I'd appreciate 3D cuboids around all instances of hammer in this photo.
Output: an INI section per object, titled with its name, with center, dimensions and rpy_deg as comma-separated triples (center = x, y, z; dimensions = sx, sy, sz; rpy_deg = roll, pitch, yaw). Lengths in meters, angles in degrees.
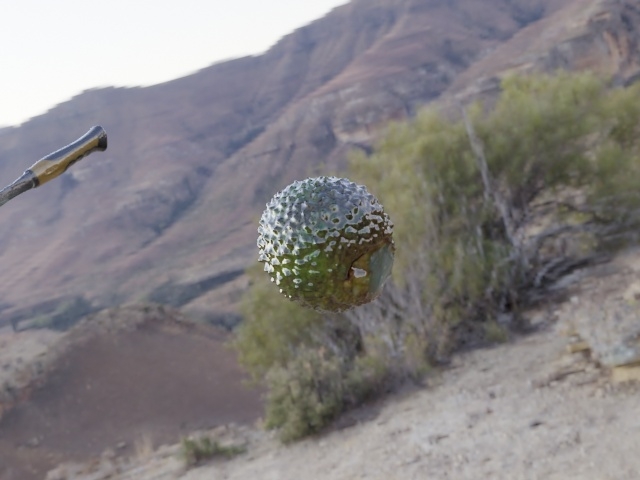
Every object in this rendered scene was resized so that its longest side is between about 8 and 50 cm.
[hammer]
center = -0.281, -0.067, 0.997
dimensions = 0.021, 0.078, 0.201
rpy_deg = -12, 23, 38

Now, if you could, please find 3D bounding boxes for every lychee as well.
[lychee]
center = 0.000, 0.000, 1.151
dimensions = 0.171, 0.171, 0.171
rpy_deg = -16, 5, 2
